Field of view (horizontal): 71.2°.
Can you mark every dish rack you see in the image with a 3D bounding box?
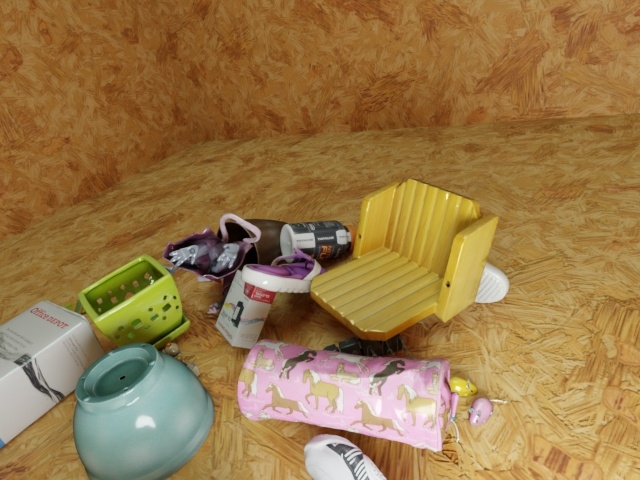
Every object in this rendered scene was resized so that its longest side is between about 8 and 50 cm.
[{"bbox_3d":[0.119,0.302,0.966,0.208,0.074,0.271,-19,29,-5],"label":"dish rack"}]

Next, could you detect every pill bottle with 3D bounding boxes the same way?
[{"bbox_3d":[0.000,0.000,1.486,0.245,0.131,0.130,-6,22,-26],"label":"pill bottle"}]

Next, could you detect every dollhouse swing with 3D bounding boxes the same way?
[{"bbox_3d":[0.172,0.026,1.113,0.304,0.315,0.346,-6,24,-34],"label":"dollhouse swing"}]

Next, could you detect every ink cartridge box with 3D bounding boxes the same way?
[{"bbox_3d":[-0.830,0.359,1.196,0.285,0.166,0.395,9,36,36],"label":"ink cartridge box"},{"bbox_3d":[-0.204,0.186,1.214,0.072,0.175,0.127,20,4,-38],"label":"ink cartridge box"}]

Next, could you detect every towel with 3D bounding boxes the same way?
[{"bbox_3d":[-0.923,0.259,1.586,0.237,0.021,0.102,-21,27,-12],"label":"towel"}]

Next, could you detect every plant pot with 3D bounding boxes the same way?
[{"bbox_3d":[-0.203,0.011,1.545,0.215,0.216,0.230,11,22,39],"label":"plant pot"},{"bbox_3d":[-0.523,0.203,1.290,0.228,0.207,0.227,-34,33,-26],"label":"plant pot"},{"bbox_3d":[-0.405,0.353,0.978,0.292,0.196,0.293,-11,27,6],"label":"plant pot"}]

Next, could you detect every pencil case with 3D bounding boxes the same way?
[{"bbox_3d":[0.045,0.273,0.811,0.385,0.160,0.167,0,18,22],"label":"pencil case"}]

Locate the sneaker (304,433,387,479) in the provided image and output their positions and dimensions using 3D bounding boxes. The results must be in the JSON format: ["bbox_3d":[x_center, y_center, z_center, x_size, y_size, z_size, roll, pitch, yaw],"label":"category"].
[{"bbox_3d":[0.035,0.452,0.646,0.210,0.138,0.365,-26,33,-27],"label":"sneaker"}]

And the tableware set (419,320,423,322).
[{"bbox_3d":[0.228,0.167,1.220,0.141,0.020,0.169,3,32,31],"label":"tableware set"}]

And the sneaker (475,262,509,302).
[{"bbox_3d":[0.372,0.051,1.247,0.150,0.135,0.365,-31,34,-29],"label":"sneaker"}]

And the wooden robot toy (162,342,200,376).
[{"bbox_3d":[-0.391,0.310,1.178,0.076,0.079,0.173,-32,32,-31],"label":"wooden robot toy"}]

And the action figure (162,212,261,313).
[{"bbox_3d":[-0.343,0.054,1.385,0.276,0.248,0.370,-55,-3,-12],"label":"action figure"}]

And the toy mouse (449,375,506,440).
[{"bbox_3d":[0.278,0.326,0.883,0.160,0.031,0.143,2,31,27],"label":"toy mouse"}]

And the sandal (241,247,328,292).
[{"bbox_3d":[-0.065,0.076,1.259,0.169,0.102,0.416,19,6,19],"label":"sandal"}]
